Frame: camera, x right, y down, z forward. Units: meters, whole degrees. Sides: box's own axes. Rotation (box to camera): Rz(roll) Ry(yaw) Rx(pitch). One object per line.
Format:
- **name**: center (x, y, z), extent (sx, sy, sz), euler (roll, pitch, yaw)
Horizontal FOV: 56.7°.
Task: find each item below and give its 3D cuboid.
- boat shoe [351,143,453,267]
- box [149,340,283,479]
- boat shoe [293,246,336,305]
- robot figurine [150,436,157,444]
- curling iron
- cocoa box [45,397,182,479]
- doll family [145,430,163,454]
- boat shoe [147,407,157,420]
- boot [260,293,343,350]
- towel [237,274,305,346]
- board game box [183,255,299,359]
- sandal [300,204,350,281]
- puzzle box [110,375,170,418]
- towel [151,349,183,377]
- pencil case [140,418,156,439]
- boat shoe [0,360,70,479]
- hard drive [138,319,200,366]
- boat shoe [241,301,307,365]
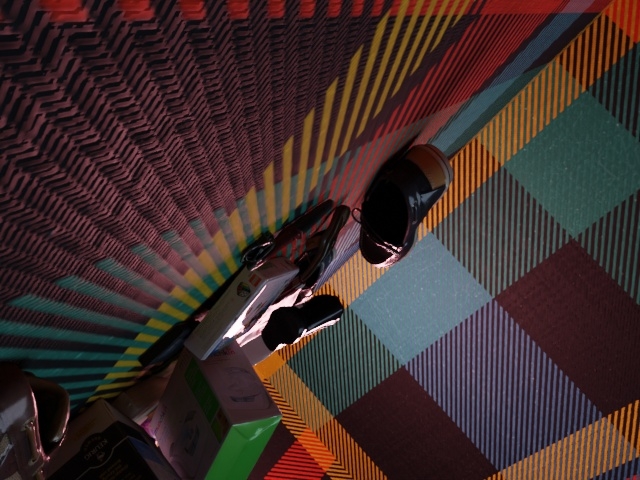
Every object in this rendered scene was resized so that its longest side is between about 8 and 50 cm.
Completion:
- **boat shoe**: center (0.175, -0.058, 1.527), extent (0.156, 0.187, 0.500), euler (-34, 166, -25)
- **box**: center (-0.224, 0.372, 1.236), extent (0.126, 0.231, 0.262), euler (2, 126, -42)
- **boat shoe**: center (-0.043, 0.103, 1.610), extent (0.254, 0.095, 0.079), euler (-49, 173, 38)
- **robot figurine**: center (-0.579, 0.665, 1.728), extent (0.278, 0.173, 0.209), euler (-47, 173, 31)
- **curling iron**: center (-0.045, -0.017, 1.042), extent (0.068, 0.035, 0.274), euler (-47, 172, 38)
- **cocoa box**: center (-0.430, 0.506, 1.052), extent (0.347, 0.228, 0.231), euler (-41, 153, -16)
- **doll family**: center (-0.590, 0.740, 2.164), extent (0.163, 0.263, 0.118), euler (-72, 165, -49)
- **boat shoe**: center (-0.315, 0.383, 1.431), extent (0.207, 0.073, 0.073), euler (-42, 169, -8)
- **boot**: center (-0.029, 0.191, 1.517), extent (0.207, 0.094, 0.246), euler (-25, 168, -28)
- **towel**: center (-0.188, 0.224, 1.498), extent (0.329, 0.037, 0.237), euler (-30, 162, -32)
- **board game box**: center (-0.147, 0.126, 1.201), extent (0.193, 0.053, 0.305), euler (-50, 174, 6)
- **sandal**: center (0.000, 0.000, 1.388), extent (0.090, 0.060, 0.219), euler (-44, 163, -55)
- **puzzle box**: center (-0.498, 0.452, 1.345), extent (0.409, 0.052, 0.272), euler (-43, 174, 9)
- **towel**: center (-0.290, 0.280, 1.324), extent (0.113, 0.023, 0.152), euler (-36, 155, 7)
- **pencil case**: center (-0.527, 0.604, 2.083), extent (0.206, 0.086, 0.088), euler (-43, 140, -19)
- **boat shoe**: center (-0.288, 0.188, 0.555), extent (0.123, 0.123, 0.342), euler (-38, 166, -28)
- **hard drive**: center (-0.271, 0.187, 1.089), extent (0.094, 0.022, 0.135), euler (-43, 174, -1)
- **boat shoe**: center (-0.179, 0.273, 1.834), extent (0.340, 0.127, 0.158), euler (-25, -161, -4)
